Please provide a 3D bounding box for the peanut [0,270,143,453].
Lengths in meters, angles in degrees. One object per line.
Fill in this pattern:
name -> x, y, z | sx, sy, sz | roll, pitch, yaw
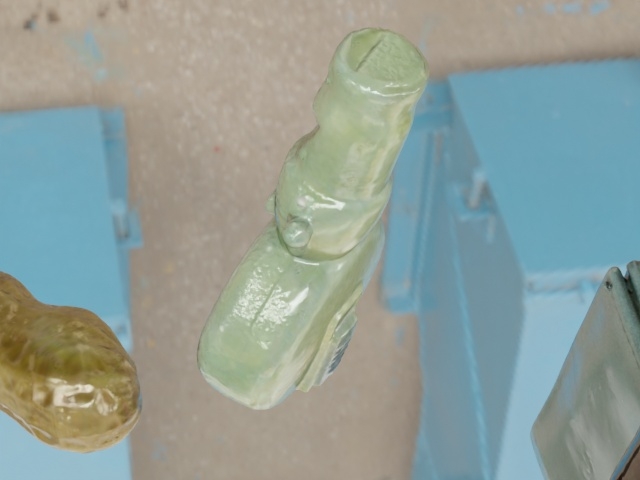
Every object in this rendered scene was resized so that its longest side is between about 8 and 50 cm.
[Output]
peanut -> -0.223, 0.090, 1.273 | 0.108, 0.226, 0.095 | -33, 136, -37

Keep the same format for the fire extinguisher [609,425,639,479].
fire extinguisher -> 0.153, 0.128, 0.750 | 0.089, 0.072, 0.268 | 26, 124, 8

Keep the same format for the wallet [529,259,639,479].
wallet -> 0.227, 0.186, 1.135 | 0.054, 0.251, 0.290 | -13, 153, -11

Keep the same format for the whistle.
whistle -> 0.000, 0.000, 0.809 | 0.067, 0.126, 0.258 | 30, 138, 9
